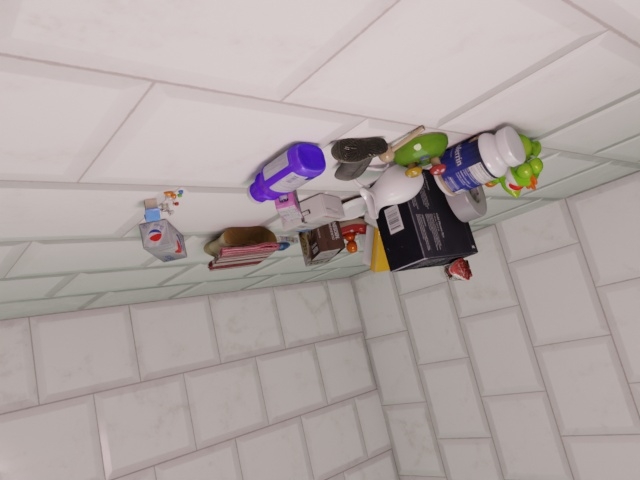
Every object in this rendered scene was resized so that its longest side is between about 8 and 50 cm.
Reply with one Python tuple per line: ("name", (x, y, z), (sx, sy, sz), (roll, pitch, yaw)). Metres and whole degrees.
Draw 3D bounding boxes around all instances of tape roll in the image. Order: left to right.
("tape roll", (0.533, -0.180, 1.908), (0.072, 0.219, 0.219), (-21, 166, 34))

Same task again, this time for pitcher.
("pitcher", (0.222, -0.194, 1.712), (0.207, 0.177, 0.125), (-31, -178, -14))

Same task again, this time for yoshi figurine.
("yoshi figurine", (0.670, -0.285, 1.819), (0.203, 0.203, 0.362), (27, -176, 0))

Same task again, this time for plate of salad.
("plate of salad", (0.135, -0.136, 2.108), (0.200, 0.048, 0.199), (-18, 161, -7))

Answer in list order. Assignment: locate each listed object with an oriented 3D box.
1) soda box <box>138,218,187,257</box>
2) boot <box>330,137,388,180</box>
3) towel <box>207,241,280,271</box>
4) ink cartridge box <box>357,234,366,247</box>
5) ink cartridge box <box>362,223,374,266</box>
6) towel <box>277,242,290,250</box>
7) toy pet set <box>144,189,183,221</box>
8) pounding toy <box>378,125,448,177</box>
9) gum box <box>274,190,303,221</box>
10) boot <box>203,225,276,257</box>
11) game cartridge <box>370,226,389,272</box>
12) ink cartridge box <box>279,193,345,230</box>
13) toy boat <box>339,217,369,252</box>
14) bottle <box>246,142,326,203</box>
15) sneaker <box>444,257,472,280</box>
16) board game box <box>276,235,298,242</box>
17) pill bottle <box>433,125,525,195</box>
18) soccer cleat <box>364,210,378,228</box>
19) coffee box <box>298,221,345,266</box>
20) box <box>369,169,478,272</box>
("soda box", (-0.566, 0.006, 1.882), (0.098, 0.091, 0.286), (-13, 169, -6))
("boot", (0.084, -0.236, 1.537), (0.190, 0.075, 0.208), (-6, 174, -24))
("towel", (-0.328, 0.069, 2.149), (0.237, 0.037, 0.329), (-6, 168, -24))
("ink cartridge box", (0.316, -0.037, 2.682), (0.161, 0.092, 0.219), (-8, 167, -26))
("ink cartridge box", (0.318, 0.004, 2.427), (0.114, 0.196, 0.273), (17, -158, 31))
("towel", (-0.206, 0.033, 2.444), (0.120, 0.029, 0.067), (-3, 164, -41))
("toy pet set", (-0.471, -0.096, 1.557), (0.114, 0.065, 0.122), (-9, 167, -23))
("pounding toy", (0.303, -0.249, 1.589), (0.183, 0.110, 0.237), (-21, 167, 34))
("gum box", (-0.110, -0.136, 1.667), (0.062, 0.107, 0.188), (-14, 169, 3))
("boot", (-0.337, 0.015, 2.178), (0.262, 0.095, 0.204), (0, 163, -42))
("game cartridge", (0.357, -0.031, 2.277), (0.286, 0.323, 0.053), (-6, -160, -28))
("ink cartridge box", (-0.031, -0.102, 1.982), (0.203, 0.085, 0.148), (-21, 167, 30))
("toy boat", (0.143, -0.015, 2.443), (0.231, 0.151, 0.151), (-17, 169, 17))
("bottle", (-0.110, -0.182, 1.480), (0.118, 0.092, 0.283), (-2, 165, -41))
("sneaker", (0.514, 0.121, 1.955), (0.093, 0.087, 0.225), (-19, 167, 20))
("board game box", (-0.191, 0.010, 2.495), (0.104, 0.026, 0.154), (-20, 167, 28))
("pill bottle", (0.512, -0.257, 1.680), (0.265, 0.153, 0.153), (-24, 165, 41))
("soccer cleat", (0.306, -0.136, 2.120), (0.143, 0.115, 0.331), (20, -150, 34))
("coffee box", (0.000, 0.000, 2.311), (0.119, 0.167, 0.297), (-10, 169, -16))
("box", (0.379, -0.076, 1.925), (0.313, 0.342, 0.179), (-4, 164, -38))
